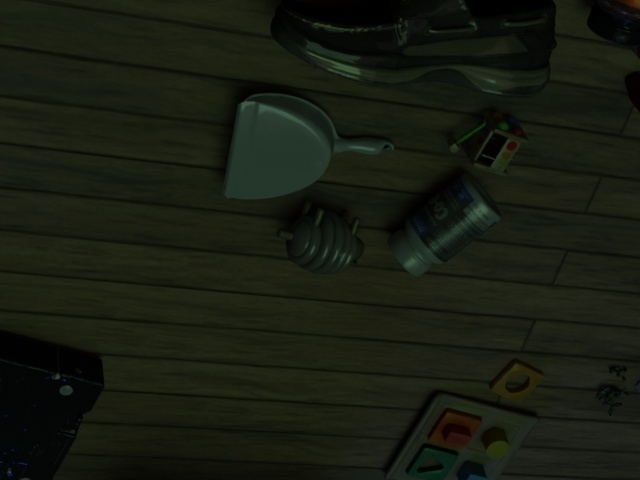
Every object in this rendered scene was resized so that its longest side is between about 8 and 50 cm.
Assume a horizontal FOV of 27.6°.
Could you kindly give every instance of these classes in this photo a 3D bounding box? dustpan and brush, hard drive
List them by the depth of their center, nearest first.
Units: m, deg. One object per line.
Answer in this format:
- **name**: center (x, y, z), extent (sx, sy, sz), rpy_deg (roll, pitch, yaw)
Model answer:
- **dustpan and brush**: center (-0.008, -0.114, 1.599), extent (0.211, 0.060, 0.147), rpy_deg (6, 126, -11)
- **hard drive**: center (-0.485, 0.213, 1.706), extent (0.339, 0.064, 0.237), rpy_deg (17, 120, -26)

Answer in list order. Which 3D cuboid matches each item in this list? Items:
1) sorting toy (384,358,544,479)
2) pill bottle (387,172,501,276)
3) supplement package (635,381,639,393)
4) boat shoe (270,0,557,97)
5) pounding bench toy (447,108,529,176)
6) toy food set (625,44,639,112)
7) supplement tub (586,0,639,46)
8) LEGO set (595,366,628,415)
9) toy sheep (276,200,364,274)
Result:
- **sorting toy**: center (0.219, 0.323, 1.982), extent (0.196, 0.047, 0.347), rpy_deg (14, 121, -24)
- **pill bottle**: center (0.159, -0.018, 1.691), extent (0.137, 0.078, 0.078), rpy_deg (-39, 126, 14)
- **supplement package**: center (0.618, 0.236, 1.927), extent (0.149, 0.194, 0.203), rpy_deg (25, 117, -30)
- **boat shoe**: center (0.113, -0.253, 1.489), extent (0.355, 0.132, 0.130), rpy_deg (2, 116, -26)
- **pounding bench toy**: center (0.209, -0.130, 1.637), extent (0.083, 0.052, 0.065), rpy_deg (16, 120, -25)
- **toy food set**: center (0.449, -0.195, 1.617), extent (0.111, 0.104, 0.232), rpy_deg (-21, 128, 2)
- **supplement tub**: center (0.376, -0.326, 1.502), extent (0.106, 0.106, 0.198), rpy_deg (6, 125, -19)
- **LEGO set**: center (0.446, 0.227, 1.990), extent (0.054, 0.023, 0.083), rpy_deg (13, 108, -26)
- **toy sheep**: center (0.000, 0.000, 1.661), extent (0.132, 0.091, 0.091), rpy_deg (15, 121, -30)
